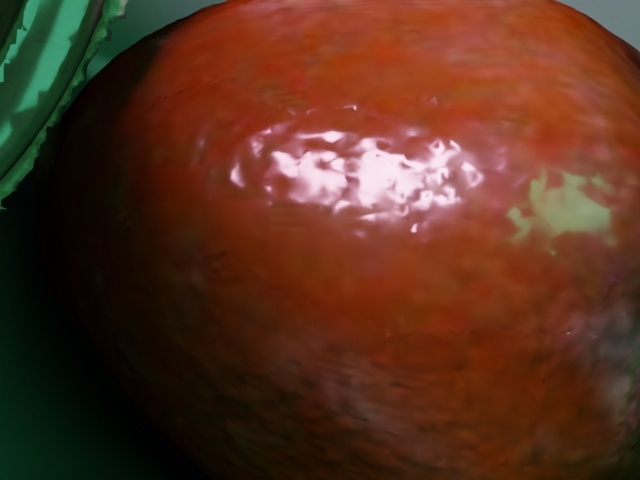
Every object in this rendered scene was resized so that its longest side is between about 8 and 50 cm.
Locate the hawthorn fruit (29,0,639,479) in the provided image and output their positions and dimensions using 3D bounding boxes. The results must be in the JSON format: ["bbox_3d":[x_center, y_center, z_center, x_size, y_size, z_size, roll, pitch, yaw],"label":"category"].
[{"bbox_3d":[0.000,0.000,0.595,0.251,0.199,0.199,15,64,-2],"label":"hawthorn fruit"}]

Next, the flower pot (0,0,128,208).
[{"bbox_3d":[-0.174,-0.126,0.414,0.290,0.259,0.290,1,81,-7],"label":"flower pot"}]
